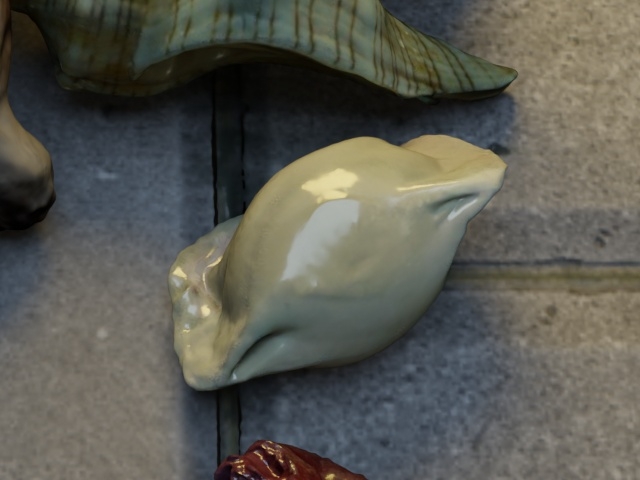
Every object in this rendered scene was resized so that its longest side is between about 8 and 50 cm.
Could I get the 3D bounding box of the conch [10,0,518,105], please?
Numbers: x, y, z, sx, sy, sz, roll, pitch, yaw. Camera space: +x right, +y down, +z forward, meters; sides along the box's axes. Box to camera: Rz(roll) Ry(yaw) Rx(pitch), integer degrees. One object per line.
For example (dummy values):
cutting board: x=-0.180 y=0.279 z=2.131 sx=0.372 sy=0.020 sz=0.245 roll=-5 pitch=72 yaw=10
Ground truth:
conch: x=-0.052 y=-0.167 z=1.050 sx=0.386 sy=0.203 sz=0.170 roll=0 pitch=106 yaw=-10

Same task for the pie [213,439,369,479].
pie: x=0.010 y=0.183 z=0.905 sx=0.204 sy=0.218 sz=0.054 roll=37 pitch=105 yaw=22

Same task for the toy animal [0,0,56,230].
toy animal: x=-0.326 y=-0.117 z=0.993 sx=0.344 sy=0.303 sz=0.194 roll=12 pitch=58 yaw=26

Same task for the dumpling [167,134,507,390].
dumpling: x=0.000 y=0.000 z=1.027 sx=0.229 sy=0.124 sz=0.151 roll=-32 pitch=35 yaw=-10
